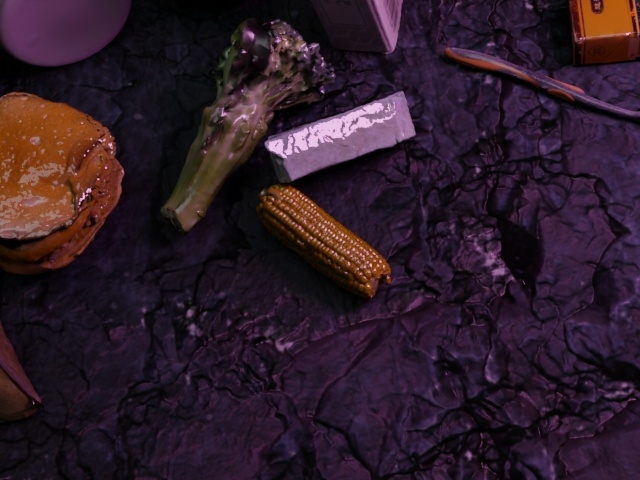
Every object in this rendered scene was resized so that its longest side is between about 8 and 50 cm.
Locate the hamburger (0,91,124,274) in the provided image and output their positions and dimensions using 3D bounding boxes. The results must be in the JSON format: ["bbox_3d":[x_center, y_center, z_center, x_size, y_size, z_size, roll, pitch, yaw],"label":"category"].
[{"bbox_3d":[-0.376,-0.070,1.407,0.244,0.163,0.244,-1,61,3],"label":"hamburger"}]

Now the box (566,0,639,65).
[{"bbox_3d":[0.443,-0.316,1.412,0.237,0.070,0.152,-3,65,7],"label":"box"}]

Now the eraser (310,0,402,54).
[{"bbox_3d":[0.017,-0.372,1.331,0.096,0.404,0.098,5,71,17],"label":"eraser"}]

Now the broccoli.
[{"bbox_3d":[-0.110,-0.144,1.412,0.145,0.165,0.304,34,88,-9],"label":"broccoli"}]

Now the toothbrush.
[{"bbox_3d":[0.308,-0.201,1.407,0.321,0.023,0.031,20,63,18],"label":"toothbrush"}]

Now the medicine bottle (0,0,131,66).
[{"bbox_3d":[-0.421,-0.427,1.558,0.202,0.202,0.316,-29,64,-3],"label":"medicine bottle"}]

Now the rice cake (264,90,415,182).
[{"bbox_3d":[0.024,-0.129,1.379,0.206,0.063,0.069,-22,98,-16],"label":"rice cake"}]

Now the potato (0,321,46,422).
[{"bbox_3d":[-0.451,0.121,1.343,0.098,0.138,0.243,-34,61,-1],"label":"potato"}]

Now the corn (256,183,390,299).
[{"bbox_3d":[0.000,0.000,1.349,0.207,0.068,0.068,39,77,21],"label":"corn"}]
